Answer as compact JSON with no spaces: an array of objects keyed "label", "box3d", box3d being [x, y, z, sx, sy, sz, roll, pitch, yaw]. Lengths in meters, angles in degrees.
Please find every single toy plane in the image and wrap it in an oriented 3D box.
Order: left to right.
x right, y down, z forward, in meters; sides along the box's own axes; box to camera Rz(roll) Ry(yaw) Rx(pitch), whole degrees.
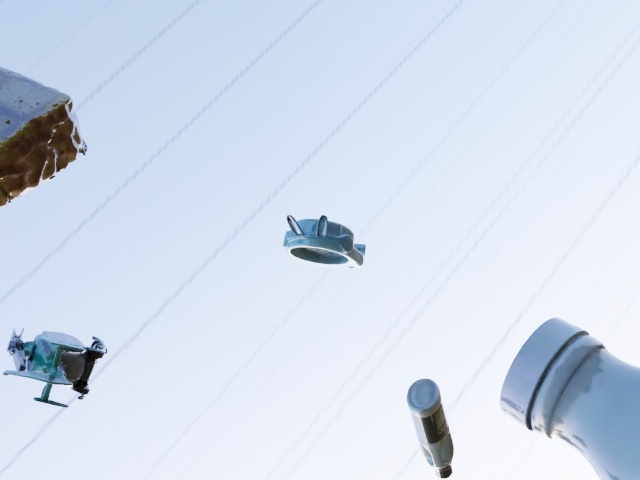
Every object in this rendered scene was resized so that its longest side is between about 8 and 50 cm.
[{"label":"toy plane","box3d":[-0.267,0.120,0.879,0.096,0.235,0.060,24,-95,-19]}]

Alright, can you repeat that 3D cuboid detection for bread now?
[{"label":"bread","box3d":[-0.410,-0.139,1.101,0.181,0.222,0.096,-42,-40,-35]}]

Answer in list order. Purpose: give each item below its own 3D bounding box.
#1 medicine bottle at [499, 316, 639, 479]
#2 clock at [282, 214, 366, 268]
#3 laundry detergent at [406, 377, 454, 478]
[{"label":"medicine bottle","box3d":[0.202,0.120,0.463,0.090,0.217,0.090,-31,-43,-35]},{"label":"clock","box3d":[0.000,0.001,1.243,0.147,0.108,0.045,50,-133,-66]},{"label":"laundry detergent","box3d":[0.228,0.392,1.769,0.070,0.099,0.225,-14,-61,5]}]
